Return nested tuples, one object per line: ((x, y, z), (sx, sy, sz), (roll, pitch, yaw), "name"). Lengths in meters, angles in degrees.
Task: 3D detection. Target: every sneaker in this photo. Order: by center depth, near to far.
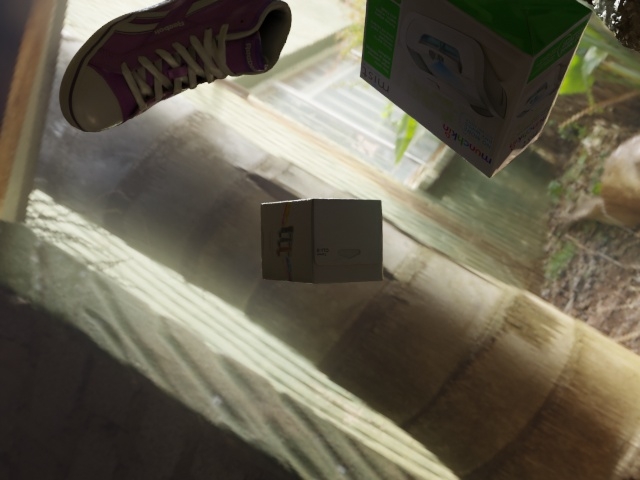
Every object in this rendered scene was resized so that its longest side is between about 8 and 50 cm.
((-0.151, -0.208, 0.836), (0.282, 0.161, 0.102), (-45, -40, -23), "sneaker")

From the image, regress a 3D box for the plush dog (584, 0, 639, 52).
((0.422, -0.364, 0.882), (0.262, 0.211, 0.226), (-11, -48, -32), "plush dog")

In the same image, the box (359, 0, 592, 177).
((0.190, -0.258, 0.989), (0.126, 0.262, 0.231), (-38, -23, -23), "box")

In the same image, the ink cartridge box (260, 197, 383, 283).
((0.000, 0.000, 1.155), (0.176, 0.128, 0.128), (2, 93, 60), "ink cartridge box")
